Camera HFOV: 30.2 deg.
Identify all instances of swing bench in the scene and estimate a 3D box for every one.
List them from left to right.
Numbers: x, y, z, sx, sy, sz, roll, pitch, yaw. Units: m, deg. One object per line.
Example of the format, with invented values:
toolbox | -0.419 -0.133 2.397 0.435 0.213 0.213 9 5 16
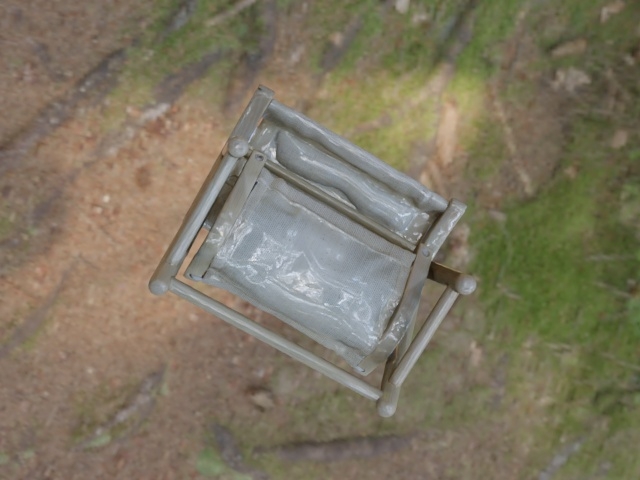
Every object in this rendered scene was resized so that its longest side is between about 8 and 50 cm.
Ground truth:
swing bench | 0.000 0.000 1.151 0.165 0.253 0.254 -58 -174 17
